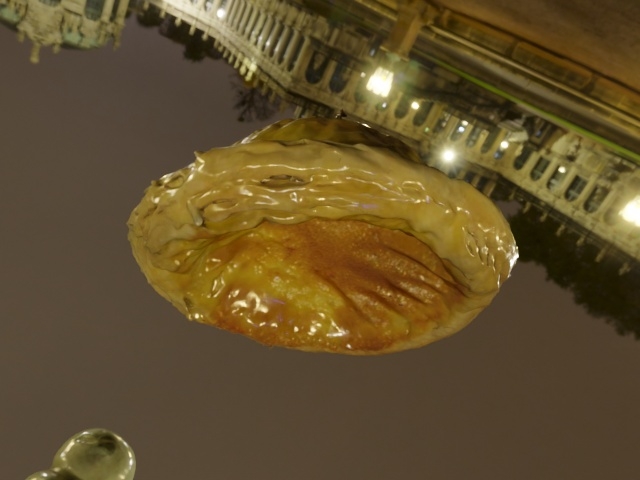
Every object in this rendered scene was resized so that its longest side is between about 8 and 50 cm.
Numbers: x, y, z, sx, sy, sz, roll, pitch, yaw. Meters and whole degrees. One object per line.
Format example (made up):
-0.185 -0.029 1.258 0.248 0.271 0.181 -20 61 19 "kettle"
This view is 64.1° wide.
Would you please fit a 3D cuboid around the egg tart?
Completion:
0.000 0.000 0.537 0.387 0.388 0.169 19 -121 -18 "egg tart"

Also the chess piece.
-0.322 0.329 0.592 0.133 0.133 0.243 30 -132 10 "chess piece"
